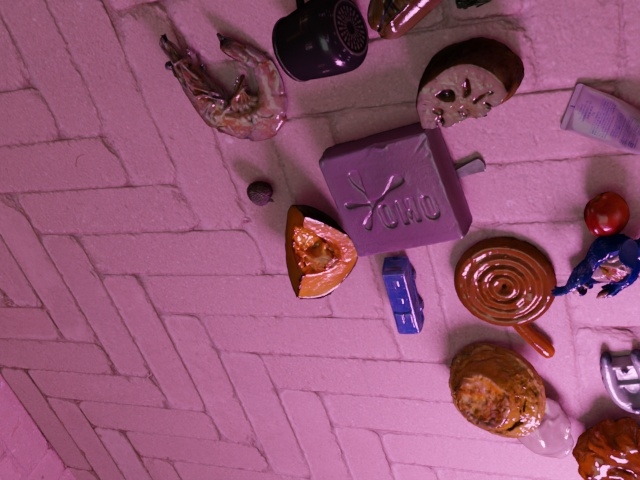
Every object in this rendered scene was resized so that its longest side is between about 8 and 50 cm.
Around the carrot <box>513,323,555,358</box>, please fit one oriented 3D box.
[{"bbox_3d":[0.529,0.227,1.989,0.248,0.043,0.043,41,133,-9],"label":"carrot"}]

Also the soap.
[{"bbox_3d":[0.179,-0.122,1.801,0.296,0.107,0.285,-13,112,32],"label":"soap"}]

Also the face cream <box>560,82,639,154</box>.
[{"bbox_3d":[0.618,-0.239,1.556,0.224,0.070,0.114,27,135,19],"label":"face cream"}]

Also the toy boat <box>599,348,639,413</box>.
[{"bbox_3d":[0.803,0.372,1.959,0.134,0.079,0.207,-12,120,29],"label":"toy boat"}]

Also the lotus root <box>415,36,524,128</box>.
[{"bbox_3d":[0.295,-0.330,1.578,0.235,0.119,0.138,-18,118,37],"label":"lotus root"}]

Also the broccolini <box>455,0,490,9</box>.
[{"bbox_3d":[0.336,-0.488,1.498,0.140,0.030,0.035,-6,89,23],"label":"broccolini"}]

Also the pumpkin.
[{"bbox_3d":[0.000,0.000,2.015,0.169,0.148,0.312,-12,138,-17],"label":"pumpkin"}]

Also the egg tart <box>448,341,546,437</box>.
[{"bbox_3d":[0.467,0.422,2.064,0.294,0.123,0.293,13,111,36],"label":"egg tart"}]

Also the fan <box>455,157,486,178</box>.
[{"bbox_3d":[0.304,-0.152,1.795,0.193,0.016,0.038,-21,116,35],"label":"fan"}]

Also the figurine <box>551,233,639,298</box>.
[{"bbox_3d":[0.659,0.056,1.744,0.164,0.120,0.262,8,152,-30],"label":"figurine"}]

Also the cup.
[{"bbox_3d":[-0.005,-0.453,1.608,0.177,0.169,0.223,-13,87,41],"label":"cup"}]

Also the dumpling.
[{"bbox_3d":[0.622,0.517,2.130,0.250,0.132,0.162,54,140,-2],"label":"dumpling"}]

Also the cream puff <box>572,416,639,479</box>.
[{"bbox_3d":[0.824,0.589,2.084,0.241,0.154,0.269,35,127,-12],"label":"cream puff"}]

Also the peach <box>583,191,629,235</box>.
[{"bbox_3d":[0.635,-0.055,1.669,0.101,0.100,0.100,13,132,15],"label":"peach"}]

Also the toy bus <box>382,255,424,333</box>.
[{"bbox_3d":[0.221,0.151,2.032,0.079,0.094,0.236,-1,127,25],"label":"toy bus"}]

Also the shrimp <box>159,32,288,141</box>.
[{"bbox_3d":[-0.231,-0.385,1.814,0.360,0.085,0.247,38,124,-13],"label":"shrimp"}]

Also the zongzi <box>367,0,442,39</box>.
[{"bbox_3d":[0.138,-0.568,1.464,0.289,0.123,0.260,51,134,-6],"label":"zongzi"}]

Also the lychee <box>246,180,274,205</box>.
[{"bbox_3d":[-0.158,-0.125,2.002,0.083,0.068,0.067,23,92,10],"label":"lychee"}]

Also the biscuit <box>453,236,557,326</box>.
[{"bbox_3d":[0.462,0.110,1.900,0.262,0.037,0.261,10,122,17],"label":"biscuit"}]
